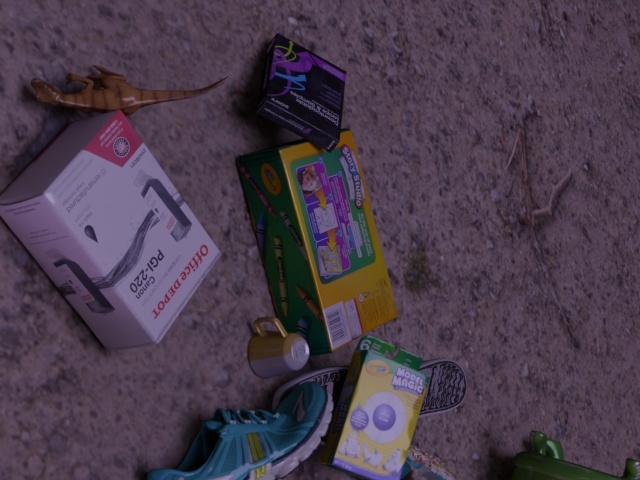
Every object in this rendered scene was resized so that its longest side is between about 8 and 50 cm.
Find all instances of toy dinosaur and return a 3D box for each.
[{"bbox_3d":[-0.216,-0.159,1.311,0.211,0.112,0.064,-6,108,-17],"label":"toy dinosaur"}]

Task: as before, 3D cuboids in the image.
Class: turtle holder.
[{"bbox_3d":[0.413,0.452,1.909,0.320,0.243,0.227,85,21,-81],"label":"turtle holder"}]

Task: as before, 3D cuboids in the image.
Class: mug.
[{"bbox_3d":[-0.054,0.141,1.493,0.078,0.064,0.062,39,54,-39],"label":"mug"}]

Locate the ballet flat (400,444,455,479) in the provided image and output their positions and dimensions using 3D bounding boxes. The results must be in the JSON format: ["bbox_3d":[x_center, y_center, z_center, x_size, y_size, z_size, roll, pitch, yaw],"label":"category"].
[{"bbox_3d":[0.108,0.316,1.659,0.241,0.091,0.077,40,23,-44],"label":"ballet flat"}]

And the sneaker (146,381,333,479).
[{"bbox_3d":[-0.088,0.243,1.386,0.275,0.107,0.110,-36,98,-38],"label":"sneaker"}]

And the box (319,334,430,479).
[{"bbox_3d":[0.076,0.220,1.514,0.105,0.043,0.179,24,72,-22],"label":"box"}]

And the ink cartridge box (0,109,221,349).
[{"bbox_3d":[-0.228,-0.009,1.288,0.218,0.092,0.158,58,43,-28],"label":"ink cartridge box"}]

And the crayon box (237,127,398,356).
[{"bbox_3d":[0.000,0.000,1.576,0.165,0.081,0.278,-21,99,-51],"label":"crayon box"}]

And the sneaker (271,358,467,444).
[{"bbox_3d":[0.051,0.219,1.593,0.290,0.123,0.106,-2,86,-29],"label":"sneaker"}]

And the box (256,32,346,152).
[{"bbox_3d":[-0.023,-0.200,1.563,0.116,0.029,0.162,27,41,-19],"label":"box"}]
